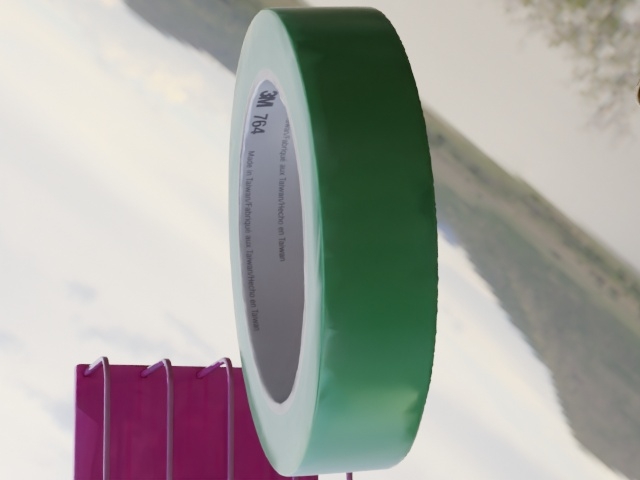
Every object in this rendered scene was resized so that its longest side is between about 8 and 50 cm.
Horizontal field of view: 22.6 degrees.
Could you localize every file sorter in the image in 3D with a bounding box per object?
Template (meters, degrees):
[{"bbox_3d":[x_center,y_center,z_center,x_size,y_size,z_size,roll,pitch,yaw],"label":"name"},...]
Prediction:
[{"bbox_3d":[-0.120,0.234,1.795,0.291,0.202,0.182,3,169,-17],"label":"file sorter"}]

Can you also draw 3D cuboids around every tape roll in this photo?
[{"bbox_3d":[0.000,0.000,1.105,0.077,0.321,0.321,-3,-159,-14],"label":"tape roll"}]

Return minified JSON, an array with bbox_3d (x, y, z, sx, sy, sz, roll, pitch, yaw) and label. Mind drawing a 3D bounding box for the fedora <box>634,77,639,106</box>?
[{"bbox_3d":[0.260,-0.090,0.822,0.194,0.194,0.079,25,-141,-65],"label":"fedora"}]
